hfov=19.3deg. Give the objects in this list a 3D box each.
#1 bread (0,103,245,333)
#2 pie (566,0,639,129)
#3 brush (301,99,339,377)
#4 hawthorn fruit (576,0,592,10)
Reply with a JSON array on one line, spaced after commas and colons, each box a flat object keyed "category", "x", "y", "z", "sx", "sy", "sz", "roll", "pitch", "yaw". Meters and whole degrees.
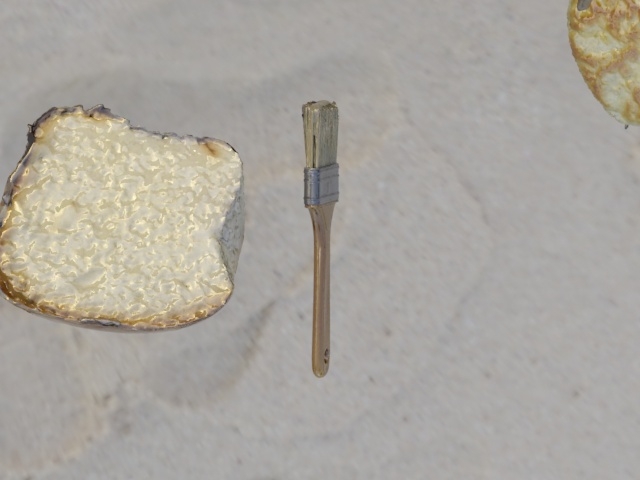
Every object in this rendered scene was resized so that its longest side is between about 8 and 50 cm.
[{"category": "bread", "x": -0.103, "y": -0.006, "z": 0.981, "sx": 0.129, "sy": 0.044, "sz": 0.126, "roll": 10, "pitch": 65, "yaw": 2}, {"category": "pie", "x": 0.331, "y": -0.196, "z": 1.791, "sx": 0.084, "sy": 0.178, "sz": 0.205, "roll": -44, "pitch": 119, "yaw": -50}, {"category": "brush", "x": 0.000, "y": 0.000, "z": 1.141, "sx": 0.014, "sy": 0.043, "sz": 0.170, "roll": 3, "pitch": 98, "yaw": 20}, {"category": "hawthorn fruit", "x": 0.243, "y": -0.310, "z": 1.331, "sx": 0.287, "sy": 0.287, "sz": 0.330, "roll": 8, "pitch": 121, "yaw": -22}]
